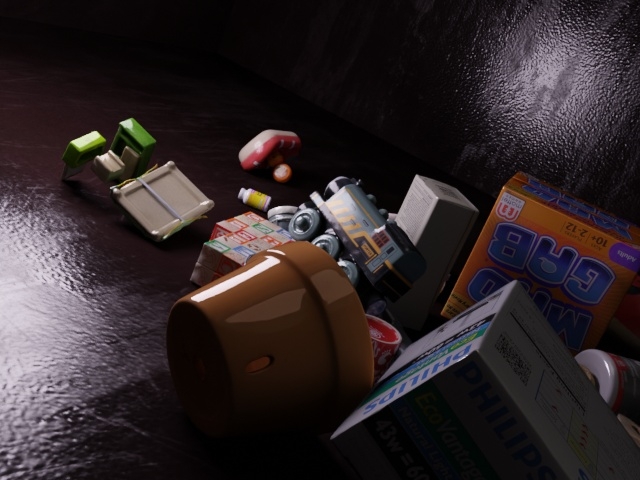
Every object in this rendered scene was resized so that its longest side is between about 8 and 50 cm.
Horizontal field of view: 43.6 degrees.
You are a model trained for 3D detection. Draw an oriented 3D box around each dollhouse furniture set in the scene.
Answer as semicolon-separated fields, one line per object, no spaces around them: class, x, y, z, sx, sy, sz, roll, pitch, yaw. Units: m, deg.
dollhouse furniture set;-0.414;-0.100;1.793;0.301;0.151;0.197;44;43;8

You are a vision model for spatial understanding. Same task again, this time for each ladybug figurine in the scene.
ladybug figurine;0.948;0.215;2.391;0.305;0.162;0.449;18;19;-16

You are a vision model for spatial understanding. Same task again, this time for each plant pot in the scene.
plant pot;-0.090;0.161;1.158;0.203;0.291;0.291;-13;37;-34

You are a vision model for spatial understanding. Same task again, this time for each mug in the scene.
mug;0.042;0.207;1.309;0.150;0.169;0.113;25;19;3

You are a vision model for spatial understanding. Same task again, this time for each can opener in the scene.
can opener;0.162;0.209;1.600;0.095;0.076;0.283;13;22;-25

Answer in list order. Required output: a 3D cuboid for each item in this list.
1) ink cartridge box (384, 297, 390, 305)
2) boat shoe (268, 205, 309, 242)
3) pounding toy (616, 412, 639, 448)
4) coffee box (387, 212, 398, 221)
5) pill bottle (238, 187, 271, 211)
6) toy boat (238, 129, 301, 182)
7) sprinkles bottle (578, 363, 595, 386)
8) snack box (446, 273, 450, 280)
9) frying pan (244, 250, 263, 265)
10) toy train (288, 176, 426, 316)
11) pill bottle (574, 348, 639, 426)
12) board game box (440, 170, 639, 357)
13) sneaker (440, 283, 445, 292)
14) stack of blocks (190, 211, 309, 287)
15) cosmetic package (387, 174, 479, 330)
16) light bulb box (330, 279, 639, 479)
ink cartridge box;0.076;0.062;1.784;0.087;0.153;0.208;11;22;-40
boat shoe;0.000;0.000;2.012;0.319;0.116;0.099;17;61;-40
pounding toy;0.680;0.411;1.519;0.269;0.155;0.154;35;16;35
coffee box;0.234;-0.004;2.115;0.141;0.098;0.246;7;-5;31
pill bottle;-0.177;-0.111;2.137;0.083;0.043;0.043;22;18;-3
toy boat;-0.140;-0.245;2.459;0.231;0.151;0.151;-8;65;-58
sprinkles bottle;0.378;0.273;1.609;0.355;0.121;0.121;16;19;-21
snack box;0.280;0.086;2.170;0.178;0.022;0.064;2;29;-49
frying pan;-0.041;0.125;1.474;0.197;0.053;0.326;27;23;-33
toy train;0.071;0.007;1.646;0.142;0.190;0.334;43;9;-48
pill bottle;0.676;0.339;1.713;0.283;0.161;0.161;16;19;-20
board game box;0.567;0.074;2.016;0.356;0.356;0.356;27;18;13
sneaker;0.208;0.067;2.039;0.237;0.086;0.085;21;20;-1
stack of blocks;-0.154;0.035;1.684;0.171;0.087;0.297;28;19;13
cosmetic package;0.221;0.027;1.808;0.113;0.309;0.160;16;20;-18
light bulb box;0.249;0.284;1.052;0.358;0.225;0.361;55;23;5
